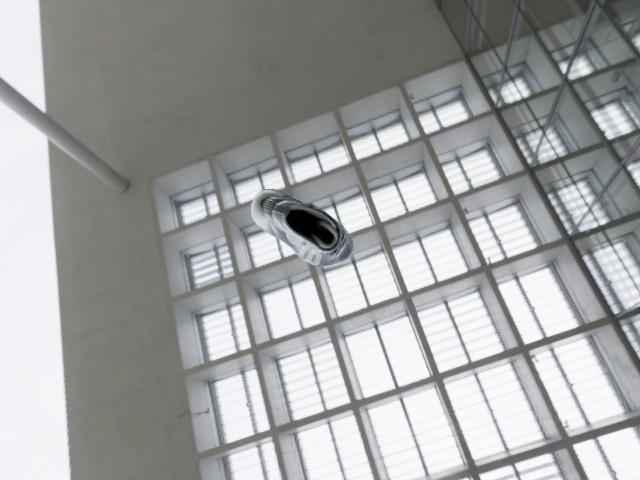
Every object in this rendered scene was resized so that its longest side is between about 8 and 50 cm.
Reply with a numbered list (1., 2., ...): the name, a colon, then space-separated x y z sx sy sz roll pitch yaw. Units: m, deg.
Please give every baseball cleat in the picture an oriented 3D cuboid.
1. baseball cleat: 0.000 0.000 0.622 0.109 0.205 0.072 25 -89 41
